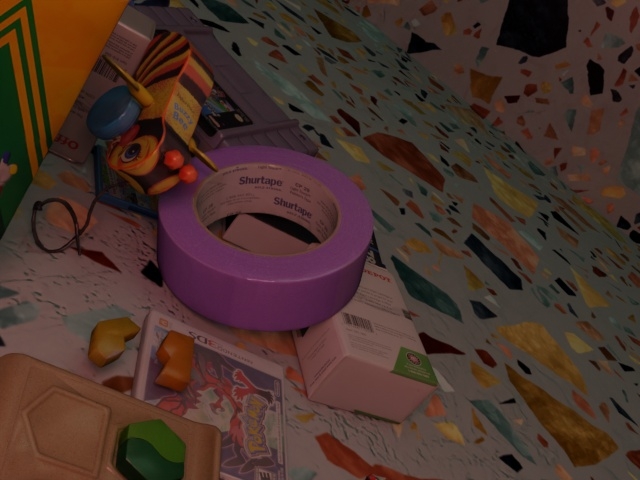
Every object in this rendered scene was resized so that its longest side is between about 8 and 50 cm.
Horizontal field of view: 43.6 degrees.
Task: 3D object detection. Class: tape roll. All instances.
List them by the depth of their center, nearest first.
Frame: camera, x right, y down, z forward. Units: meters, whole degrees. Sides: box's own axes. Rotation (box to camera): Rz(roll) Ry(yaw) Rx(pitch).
[{"bbox_3d":[-0.073,-0.011,1.041,0.274,0.090,0.275,7,39,-5],"label":"tape roll"}]

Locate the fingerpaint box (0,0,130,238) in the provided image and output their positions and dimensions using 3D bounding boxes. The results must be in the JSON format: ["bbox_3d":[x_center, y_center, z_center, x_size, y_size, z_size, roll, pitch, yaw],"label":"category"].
[{"bbox_3d":[-0.395,-0.223,0.781,0.163,0.371,0.445,9,37,-45],"label":"fingerpaint box"}]

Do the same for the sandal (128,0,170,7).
[{"bbox_3d":[-0.388,-0.451,1.395,0.317,0.138,0.126,39,-9,-8],"label":"sandal"}]

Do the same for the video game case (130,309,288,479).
[{"bbox_3d":[-0.118,0.178,0.877,0.183,0.023,0.201,27,28,-21],"label":"video game case"}]

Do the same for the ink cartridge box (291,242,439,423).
[{"bbox_3d":[0.047,0.123,1.095,0.160,0.093,0.219,22,30,-30],"label":"ink cartridge box"}]

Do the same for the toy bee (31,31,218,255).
[{"bbox_3d":[-0.187,-0.112,0.935,0.162,0.298,0.195,7,-6,37],"label":"toy bee"}]

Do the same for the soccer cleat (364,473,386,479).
[{"bbox_3d":[0.076,0.304,0.915,0.035,0.029,0.083,13,31,-34],"label":"soccer cleat"}]

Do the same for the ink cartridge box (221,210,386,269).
[{"bbox_3d":[0.000,0.000,1.274,0.332,0.065,0.165,27,27,-23],"label":"ink cartridge box"}]

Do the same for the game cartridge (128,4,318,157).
[{"bbox_3d":[-0.180,-0.243,1.277,0.355,0.068,0.230,48,26,11],"label":"game cartridge"}]

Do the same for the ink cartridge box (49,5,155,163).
[{"bbox_3d":[-0.333,-0.229,1.054,0.153,0.208,0.087,28,25,-22],"label":"ink cartridge box"}]

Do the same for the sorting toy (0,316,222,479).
[{"bbox_3d":[-0.191,0.179,0.718,0.229,0.041,0.307,25,37,-24],"label":"sorting toy"}]

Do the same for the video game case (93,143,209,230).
[{"bbox_3d":[-0.240,-0.070,1.134,0.166,0.015,0.119,21,31,-31],"label":"video game case"}]
